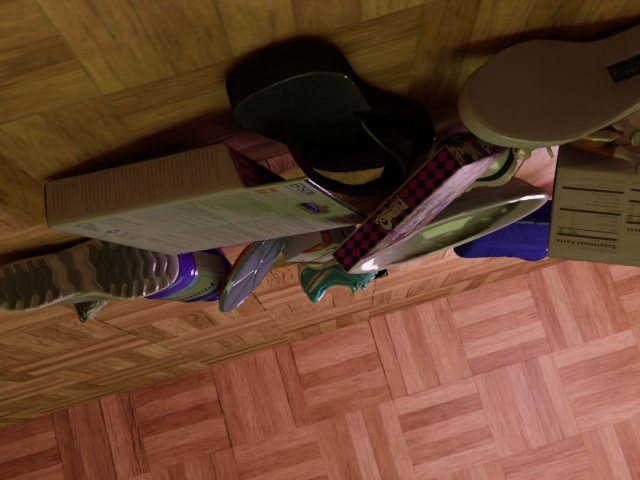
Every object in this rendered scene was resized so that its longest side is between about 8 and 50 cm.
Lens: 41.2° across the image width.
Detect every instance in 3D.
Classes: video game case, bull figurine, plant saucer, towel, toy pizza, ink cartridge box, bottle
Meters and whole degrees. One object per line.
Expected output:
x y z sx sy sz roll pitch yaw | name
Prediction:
0.145 -0.061 1.169 0.232 0.042 0.210 -44 170 33 | video game case
0.427 -0.173 1.237 0.310 0.188 0.101 -20 130 -24 | bull figurine
0.215 -0.048 1.582 0.400 0.100 0.400 -19 170 -4 | plant saucer
0.443 -0.028 1.933 0.227 0.076 0.308 2 164 -4 | towel
-0.124 0.042 1.526 0.201 0.032 0.201 -52 169 -14 | toy pizza
0.000 0.000 1.640 0.099 0.056 0.135 -25 165 33 | ink cartridge box
-0.227 0.060 1.520 0.118 0.092 0.283 -22 167 14 | bottle
-0.126 -0.050 1.112 0.330 0.071 0.324 -11 170 15 | ink cartridge box

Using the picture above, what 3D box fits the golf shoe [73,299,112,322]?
-0.398 0.100 1.549 0.086 0.069 0.176 -16 170 -34 | golf shoe

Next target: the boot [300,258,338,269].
0.026 0.029 1.752 0.118 0.042 0.087 -3 164 -27 | boot

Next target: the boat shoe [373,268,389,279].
0.133 0.060 2.057 0.066 0.066 0.183 -21 167 21 | boat shoe

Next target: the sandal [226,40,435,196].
0.028 -0.116 1.041 0.167 0.107 0.446 -21 167 22 | sandal

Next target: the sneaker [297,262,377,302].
0.086 0.060 1.896 0.275 0.110 0.107 -20 167 11 | sneaker

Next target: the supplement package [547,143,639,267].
0.468 -0.075 1.332 0.204 0.145 0.262 6 -158 15 | supplement package

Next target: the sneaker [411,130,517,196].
0.205 -0.125 1.334 0.095 0.090 0.235 24 158 -24 | sneaker

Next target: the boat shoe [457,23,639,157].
0.312 -0.189 1.089 0.367 0.136 0.156 -22 174 -21 | boat shoe

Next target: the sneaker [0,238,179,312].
-0.364 0.045 1.329 0.281 0.105 0.115 -6 -179 -20 | sneaker
